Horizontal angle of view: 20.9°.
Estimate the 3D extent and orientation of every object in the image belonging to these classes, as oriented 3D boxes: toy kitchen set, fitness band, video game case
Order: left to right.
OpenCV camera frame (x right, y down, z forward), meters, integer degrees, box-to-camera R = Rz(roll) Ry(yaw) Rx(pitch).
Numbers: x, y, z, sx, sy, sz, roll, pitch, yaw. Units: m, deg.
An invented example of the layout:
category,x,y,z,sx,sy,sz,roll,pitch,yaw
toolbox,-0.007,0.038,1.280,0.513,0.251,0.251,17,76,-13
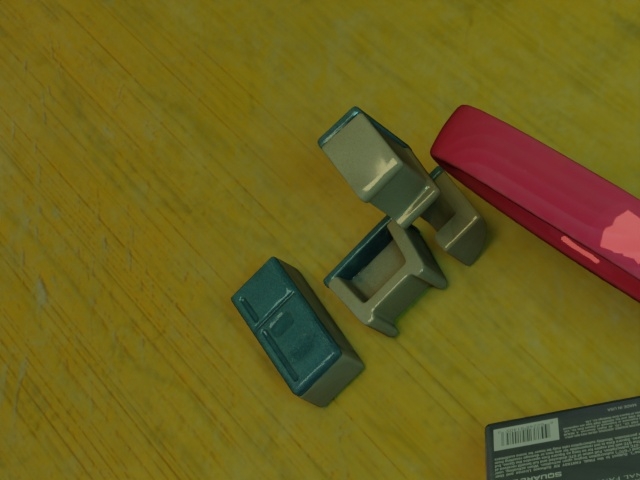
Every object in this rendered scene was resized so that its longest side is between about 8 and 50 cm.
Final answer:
category,x,y,z,sx,sy,sz,roll,pitch,yaw
toy kitchen set,0.000,0.000,1.354,0.207,0.166,0.122,-45,52,11
fitness band,0.198,-0.003,1.185,0.291,0.209,0.054,34,93,40
video game case,0.203,0.194,1.098,0.196,0.026,0.274,-12,33,12
